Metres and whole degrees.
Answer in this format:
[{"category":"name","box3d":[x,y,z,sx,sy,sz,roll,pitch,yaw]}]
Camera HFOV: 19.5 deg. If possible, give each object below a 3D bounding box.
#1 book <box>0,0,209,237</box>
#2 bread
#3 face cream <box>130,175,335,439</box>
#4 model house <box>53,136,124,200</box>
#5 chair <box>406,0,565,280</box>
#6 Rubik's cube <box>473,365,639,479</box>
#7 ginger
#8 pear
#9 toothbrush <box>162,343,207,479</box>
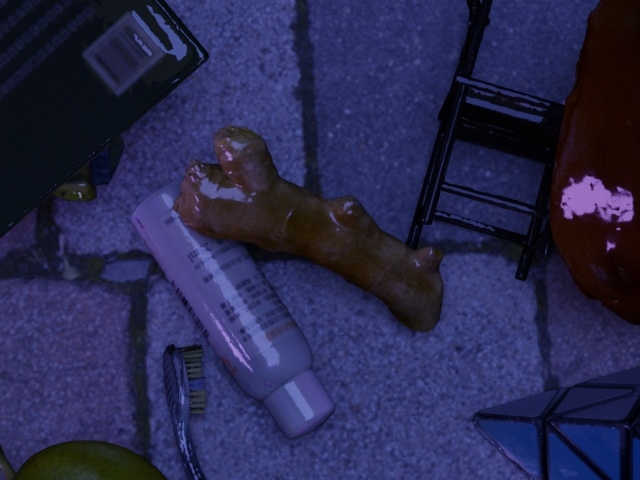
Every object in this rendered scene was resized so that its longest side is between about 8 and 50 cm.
[{"category":"book","box3d":[-0.312,-0.221,1.652,0.260,0.043,0.371,-39,91,10]},{"category":"bread","box3d":[0.326,-0.091,1.734,0.114,0.295,0.328,11,76,34]},{"category":"face cream","box3d":[-0.079,0.067,1.764,0.082,0.082,0.269,-31,80,-11]},{"category":"model house","box3d":[-0.269,-0.138,1.751,0.214,0.195,0.189,8,84,0]},{"category":"chair","box3d":[0.178,-0.111,1.792,0.141,0.154,0.260,16,79,-1]},{"category":"Rubik's cube","box3d":[0.324,0.204,1.728,0.228,0.233,0.229,25,117,-35]},{"category":"ginger","box3d":[0.000,-0.002,1.743,0.299,0.118,0.065,30,36,-23]},{"category":"pear","box3d":[-0.229,0.255,1.664,0.216,0.166,0.180,35,74,9]},{"category":"toothbrush","box3d":[-0.095,0.297,1.730,0.042,0.035,0.413,-5,77,-26]}]
